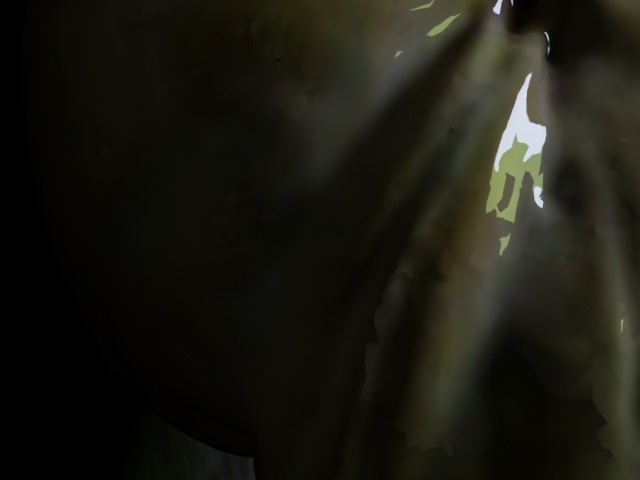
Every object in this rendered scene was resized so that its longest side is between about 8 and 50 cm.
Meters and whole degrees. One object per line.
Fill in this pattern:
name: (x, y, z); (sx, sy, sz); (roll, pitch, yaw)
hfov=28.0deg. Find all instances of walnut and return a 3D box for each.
walnut: (0.042, -0.023, 0.454); (0.285, 0.296, 0.285); (-167, -90, -88)
